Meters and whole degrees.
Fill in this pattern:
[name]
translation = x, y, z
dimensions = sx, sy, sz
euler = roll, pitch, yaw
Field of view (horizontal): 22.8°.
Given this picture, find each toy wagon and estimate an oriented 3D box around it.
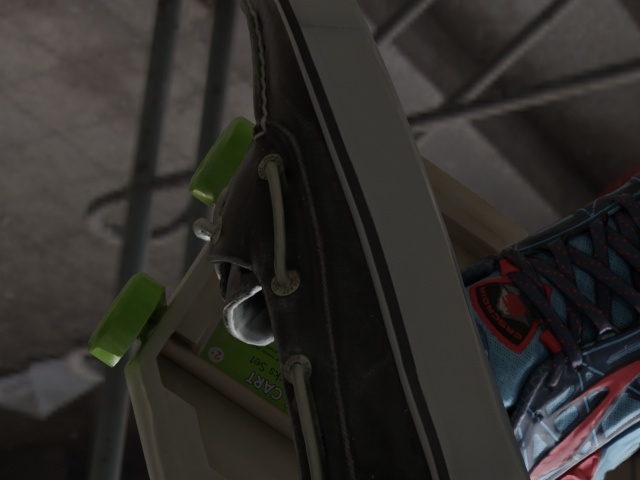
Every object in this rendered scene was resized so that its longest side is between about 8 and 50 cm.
[toy wagon]
translation = -0.003, 0.099, 0.923
dimensions = 0.267, 0.344, 0.068
euler = 34, 155, -7

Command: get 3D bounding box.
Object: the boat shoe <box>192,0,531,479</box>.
[boat shoe]
translation = 0.000, 0.000, 0.453
dimensions = 0.070, 0.219, 0.078
euler = -20, 147, 5

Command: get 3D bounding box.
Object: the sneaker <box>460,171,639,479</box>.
[sneaker]
translation = 0.113, 0.044, 0.699
dimensions = 0.262, 0.104, 0.125
euler = -49, 143, 16
